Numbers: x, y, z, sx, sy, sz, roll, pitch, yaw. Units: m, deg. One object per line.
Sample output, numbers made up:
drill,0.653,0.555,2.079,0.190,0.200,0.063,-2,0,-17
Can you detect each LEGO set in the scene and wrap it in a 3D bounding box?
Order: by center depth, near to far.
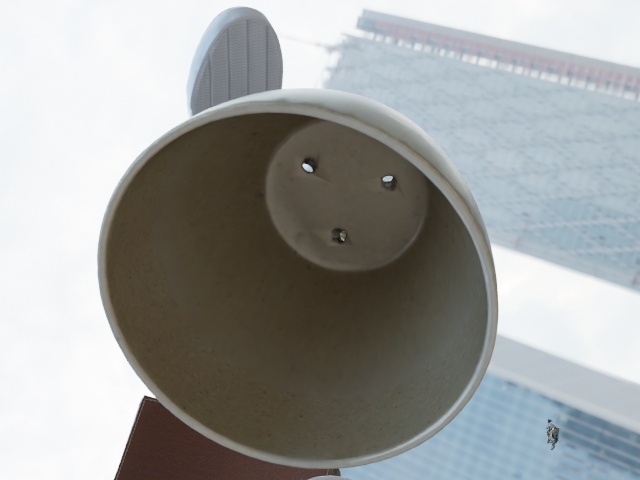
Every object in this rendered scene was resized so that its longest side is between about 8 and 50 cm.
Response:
LEGO set,0.429,0.354,1.930,0.083,0.023,0.054,-27,-65,-82

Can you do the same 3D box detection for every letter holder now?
letter holder,-0.147,0.388,1.553,0.152,0.302,0.214,99,-175,-55

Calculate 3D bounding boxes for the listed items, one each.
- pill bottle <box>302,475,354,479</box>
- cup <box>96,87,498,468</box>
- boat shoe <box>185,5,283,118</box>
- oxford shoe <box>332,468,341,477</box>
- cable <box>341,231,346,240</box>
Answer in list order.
pill bottle,-0.024,0.362,1.067,0.181,0.181,0.323,-43,-16,-37
cup,0.000,0.000,0.942,0.237,0.331,0.331,-63,-22,-62
boat shoe,-0.129,-0.178,1.384,0.121,0.119,0.335,-5,-42,-18
oxford shoe,-0.059,0.404,1.769,0.083,0.227,0.096,38,-135,-48
cable,-0.021,0.093,1.783,0.287,0.072,0.139,-46,-42,-13
